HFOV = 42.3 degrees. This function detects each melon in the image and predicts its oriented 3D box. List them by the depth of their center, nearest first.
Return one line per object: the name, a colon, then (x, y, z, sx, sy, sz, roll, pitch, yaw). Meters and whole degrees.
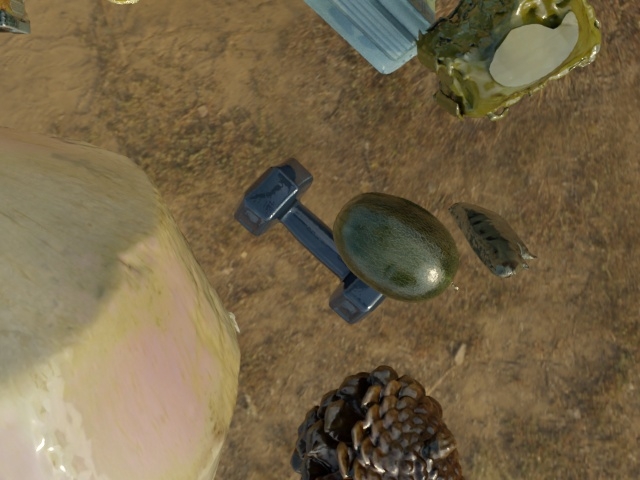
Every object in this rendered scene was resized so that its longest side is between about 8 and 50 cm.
melon: (0.093, 0.010, 0.974, 0.167, 0.114, 0.114, 35, 116, 3)

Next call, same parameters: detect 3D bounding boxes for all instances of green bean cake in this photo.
green bean cake: (0.310, -0.368, 1.393, 0.310, 0.202, 0.285, -33, 125, 3)

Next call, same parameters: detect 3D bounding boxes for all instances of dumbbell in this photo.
dumbbell: (0.000, 0.000, 1.528, 0.325, 0.144, 0.160, 44, 89, 0)

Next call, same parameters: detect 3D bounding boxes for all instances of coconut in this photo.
coconut: (-0.147, 0.050, 0.375, 0.197, 0.237, 0.236, -17, 106, 4)

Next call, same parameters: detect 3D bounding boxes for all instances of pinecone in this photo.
pinecone: (0.057, 0.229, 0.852, 0.169, 0.212, 0.185, 3, 71, -9)

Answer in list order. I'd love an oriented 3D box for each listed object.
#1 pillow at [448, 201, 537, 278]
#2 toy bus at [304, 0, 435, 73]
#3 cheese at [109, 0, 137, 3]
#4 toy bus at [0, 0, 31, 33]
pillow: (0.276, -0.003, 1.301, 0.093, 0.241, 0.051, 7, 114, -14)
toy bus: (0.081, -0.502, 1.619, 0.152, 0.190, 0.312, -32, 124, 33)
cheese: (-0.379, -0.582, 1.723, 0.250, 0.064, 0.156, -24, 120, -20)
toy bus: (-0.322, -0.200, 0.627, 0.182, 0.091, 0.103, -2, 100, -6)
